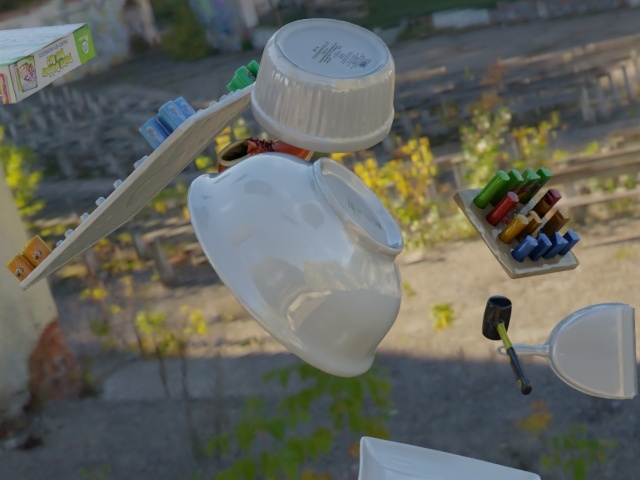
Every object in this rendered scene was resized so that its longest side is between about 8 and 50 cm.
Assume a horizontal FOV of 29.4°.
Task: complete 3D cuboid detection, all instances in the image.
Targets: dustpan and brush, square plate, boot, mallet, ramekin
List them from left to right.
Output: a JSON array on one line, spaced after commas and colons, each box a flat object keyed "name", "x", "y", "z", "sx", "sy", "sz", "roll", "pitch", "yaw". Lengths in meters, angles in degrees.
[{"name": "boot", "x": -0.083, "y": -0.130, "z": 1.859, "sx": 0.158, "sy": 0.084, "sz": 0.059, "roll": -23, "pitch": 58, "yaw": -9}, {"name": "ramekin", "x": 0.008, "y": -0.225, "z": 1.711, "sx": 0.207, "sy": 0.109, "sz": 0.207, "roll": 6, "pitch": 38, "yaw": -5}, {"name": "square plate", "x": 0.228, "y": 0.459, "z": 2.135, "sx": 0.344, "sy": 0.049, "sz": 0.347, "roll": 13, "pitch": 14, "yaw": 1}, {"name": "mallet", "x": 0.263, "y": 0.158, "z": 1.711, "sx": 0.039, "sy": 0.062, "sz": 0.189, "roll": 1, "pitch": 38, "yaw": -8}, {"name": "dustpan and brush", "x": 0.376, "y": 0.170, "z": 1.881, "sx": 0.211, "sy": 0.147, "sz": 0.060, "roll": -2, "pitch": 0, "yaw": 11}]

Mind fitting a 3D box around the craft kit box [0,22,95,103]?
[{"name": "craft kit box", "x": -0.469, "y": -0.234, "z": 1.650, "sx": 0.250, "sy": 0.061, "sz": 0.246, "roll": -2, "pitch": 19, "yaw": 17}]

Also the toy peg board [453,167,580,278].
[{"name": "toy peg board", "x": 0.310, "y": -0.035, "z": 1.813, "sx": 0.161, "sy": 0.160, "sz": 0.079, "roll": -7, "pitch": -35, "yaw": -43}]

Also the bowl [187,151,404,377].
[{"name": "bowl", "x": 0.000, "y": 0.000, "z": 1.393, "sx": 0.134, "sy": 0.298, "sz": 0.298, "roll": -42, "pitch": 9, "yaw": 19}]

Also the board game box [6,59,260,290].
[{"name": "board game box", "x": -0.268, "y": -0.112, "z": 1.884, "sx": 0.390, "sy": 0.050, "sz": 0.390, "roll": -41, "pitch": 2, "yaw": 24}]
